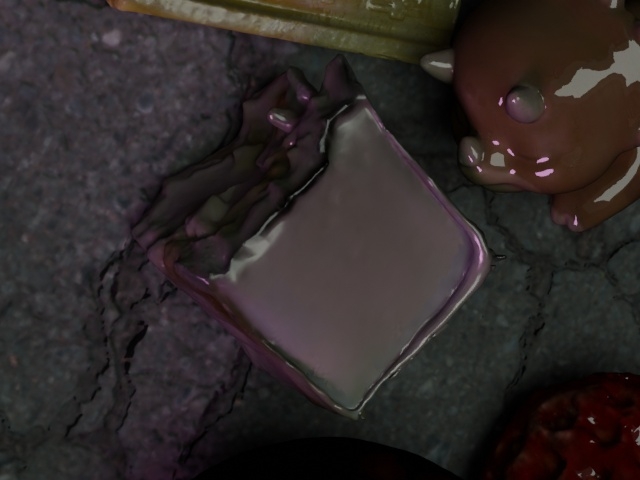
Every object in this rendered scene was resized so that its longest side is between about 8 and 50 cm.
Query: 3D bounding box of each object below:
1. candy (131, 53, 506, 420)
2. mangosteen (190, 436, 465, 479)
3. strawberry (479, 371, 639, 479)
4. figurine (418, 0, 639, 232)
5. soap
[{"bbox_3d":[0.000,0.000,1.301,0.185,0.137,0.195,-48,116,-6],"label":"candy"},{"bbox_3d":[-0.001,0.300,1.300,0.307,0.307,0.347,10,125,-24],"label":"mangosteen"},{"bbox_3d":[0.270,0.254,1.409,0.345,0.295,0.317,45,119,-7],"label":"strawberry"},{"bbox_3d":[0.191,-0.130,1.328,0.247,0.177,0.173,-25,132,-4],"label":"figurine"},{"bbox_3d":[-0.020,-0.183,1.307,0.252,0.037,0.092,8,97,-24],"label":"soap"}]
